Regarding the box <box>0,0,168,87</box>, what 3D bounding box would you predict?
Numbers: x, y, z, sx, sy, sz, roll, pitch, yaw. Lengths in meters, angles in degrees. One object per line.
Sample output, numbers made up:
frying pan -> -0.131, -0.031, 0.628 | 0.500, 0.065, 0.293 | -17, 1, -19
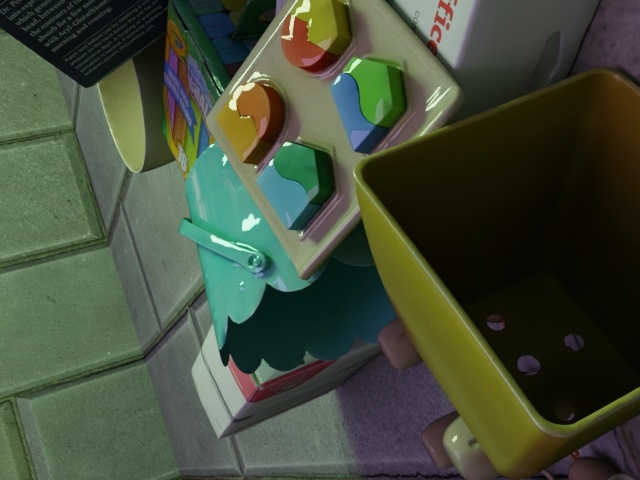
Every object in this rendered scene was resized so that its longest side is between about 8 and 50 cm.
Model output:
box -> -0.353, -0.420, 0.861 | 0.395, 0.212, 0.293 | 38, -156, -58

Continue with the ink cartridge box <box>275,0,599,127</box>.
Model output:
ink cartridge box -> 0.079, -0.214, 0.627 | 0.278, 0.117, 0.201 | 55, 149, 35

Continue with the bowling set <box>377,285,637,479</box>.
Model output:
bowling set -> 0.180, 0.175, 0.657 | 0.287, 0.154, 0.200 | 58, 170, 30

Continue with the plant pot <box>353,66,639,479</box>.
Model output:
plant pot -> 0.162, 0.043, 0.520 | 0.212, 0.212, 0.187 | 57, 162, 35

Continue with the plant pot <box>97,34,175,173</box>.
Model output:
plant pot -> -0.227, -0.261, 1.172 | 0.284, 0.191, 0.284 | 42, 140, 50

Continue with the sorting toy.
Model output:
sorting toy -> -0.008, -0.104, 0.588 | 0.193, 0.038, 0.208 | -49, 55, 27

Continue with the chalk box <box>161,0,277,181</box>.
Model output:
chalk box -> -0.075, -0.190, 0.904 | 0.179, 0.180, 0.289 | 61, 151, 27

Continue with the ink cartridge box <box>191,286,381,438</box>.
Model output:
ink cartridge box -> -0.043, 0.146, 0.990 | 0.117, 0.207, 0.283 | 63, 154, 16

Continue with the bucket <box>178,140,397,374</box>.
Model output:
bucket -> 0.000, 0.000, 0.756 | 0.281, 0.281, 0.183 | 119, 137, -58
